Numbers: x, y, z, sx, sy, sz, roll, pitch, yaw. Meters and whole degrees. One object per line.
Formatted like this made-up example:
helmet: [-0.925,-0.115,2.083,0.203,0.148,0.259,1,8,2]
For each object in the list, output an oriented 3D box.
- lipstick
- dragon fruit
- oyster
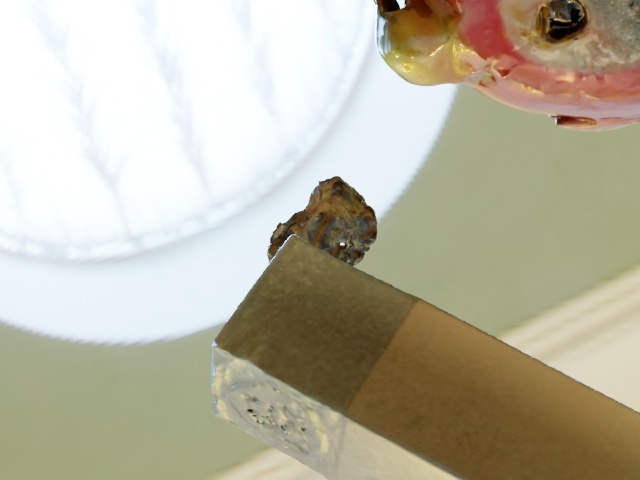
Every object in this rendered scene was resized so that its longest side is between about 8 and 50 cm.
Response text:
lipstick: [0.106,0.106,0.711,0.317,0.066,0.068,28,-122,14]
dragon fruit: [0.133,-0.166,0.923,0.224,0.224,0.227,-13,-159,6]
oyster: [-0.003,0.002,1.102,0.083,0.054,0.019,-46,172,2]
